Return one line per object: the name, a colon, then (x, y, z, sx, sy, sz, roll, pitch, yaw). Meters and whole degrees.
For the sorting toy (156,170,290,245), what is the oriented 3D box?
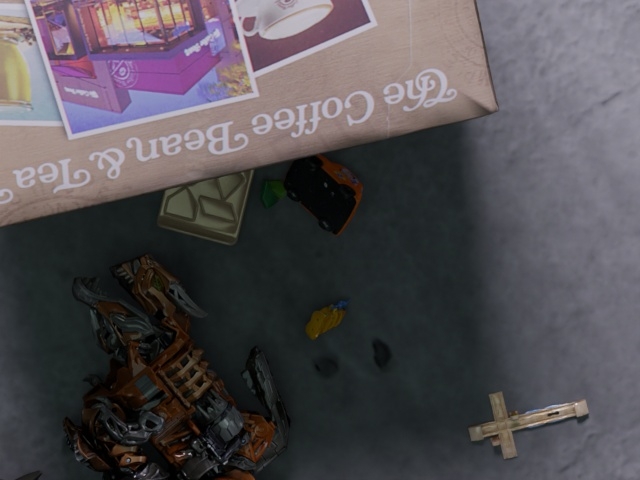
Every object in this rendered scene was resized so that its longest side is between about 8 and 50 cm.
sorting toy: (-0.065, -0.029, 1.105, 0.083, 0.012, 0.062, 15, 94, 3)

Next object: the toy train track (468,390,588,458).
toy train track: (0.144, 0.125, 1.121, 0.083, 0.014, 0.048, -14, 98, 3)

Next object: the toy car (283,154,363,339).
toy car: (0.000, 0.000, 1.103, 0.060, 0.040, 0.122, 26, 117, 29)

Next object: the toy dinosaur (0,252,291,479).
toy dinosaur: (-0.113, 0.180, 1.076, 0.218, 0.164, 0.322, -18, 76, -12)

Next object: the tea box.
tea box: (-0.095, -0.179, 0.910, 0.329, 0.323, 0.220, -13, 114, 3)
